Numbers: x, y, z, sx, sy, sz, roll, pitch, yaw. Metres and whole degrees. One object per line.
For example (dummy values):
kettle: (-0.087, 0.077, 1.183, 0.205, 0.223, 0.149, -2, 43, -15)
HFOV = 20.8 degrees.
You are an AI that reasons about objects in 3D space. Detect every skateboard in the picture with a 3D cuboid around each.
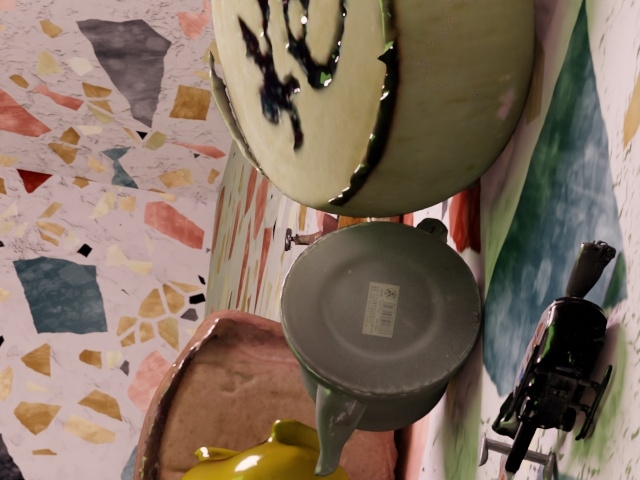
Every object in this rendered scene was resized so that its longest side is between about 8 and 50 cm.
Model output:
skateboard: (0.000, 0.000, 2.101, 0.151, 0.080, 0.067, 147, 126, -82)

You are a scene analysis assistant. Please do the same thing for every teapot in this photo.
teapot: (0.052, 0.083, 1.450, 0.149, 0.162, 0.239, 90, -156, -57)

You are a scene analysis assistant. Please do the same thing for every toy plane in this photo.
toy plane: (0.141, 0.097, 1.094, 0.078, 0.053, 0.197, -77, 3, -54)

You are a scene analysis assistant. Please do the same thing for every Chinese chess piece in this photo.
Chinese chess piece: (0.029, -0.191, 1.430, 0.349, 0.146, 0.349, 30, 125, 56)

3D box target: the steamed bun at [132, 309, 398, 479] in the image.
steamed bun: (-0.049, 0.228, 1.669, 0.199, 0.251, 0.301, 51, -128, -86)

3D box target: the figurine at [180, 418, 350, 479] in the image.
figurine: (-0.073, 0.318, 1.454, 0.218, 0.169, 0.327, -29, 32, 51)

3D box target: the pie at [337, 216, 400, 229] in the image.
pie: (0.046, 0.011, 1.884, 0.195, 0.046, 0.195, -172, 90, -82)
